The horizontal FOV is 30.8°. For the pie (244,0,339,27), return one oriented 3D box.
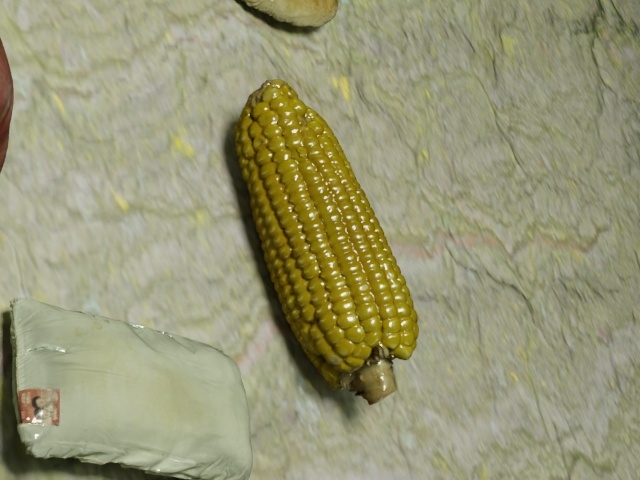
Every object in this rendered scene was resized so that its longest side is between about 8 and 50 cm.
[{"bbox_3d":[-0.046,-0.322,1.312,0.185,0.052,0.218,61,37,-10],"label":"pie"}]

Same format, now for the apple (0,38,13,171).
[{"bbox_3d":[-0.305,-0.050,0.606,0.235,0.306,0.306,25,41,0],"label":"apple"}]

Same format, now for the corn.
[{"bbox_3d":[0.000,0.000,1.097,0.119,0.119,0.322,-5,66,-53],"label":"corn"}]

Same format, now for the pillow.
[{"bbox_3d":[-0.140,0.120,0.889,0.229,0.051,0.128,21,44,-44],"label":"pillow"}]
